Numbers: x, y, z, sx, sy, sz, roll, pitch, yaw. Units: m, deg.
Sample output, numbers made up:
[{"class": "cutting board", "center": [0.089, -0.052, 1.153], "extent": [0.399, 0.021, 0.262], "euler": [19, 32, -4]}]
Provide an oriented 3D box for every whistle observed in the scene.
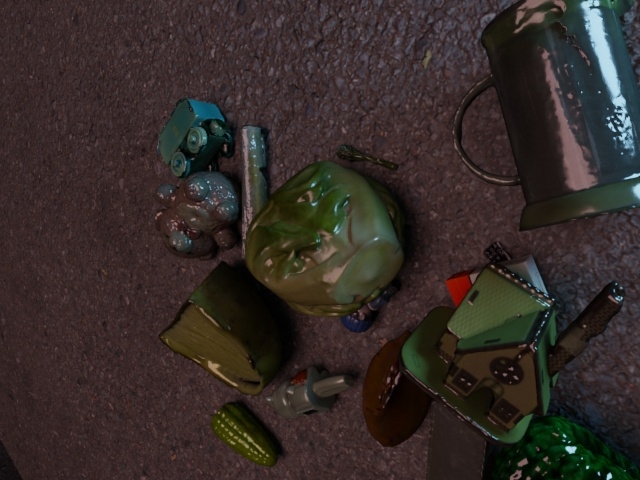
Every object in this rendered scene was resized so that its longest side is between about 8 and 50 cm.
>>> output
[{"class": "whistle", "center": [-0.029, 0.350, 1.086], "extent": [0.253, 0.102, 0.105], "euler": [-31, 76, 37]}, {"class": "whistle", "center": [-0.161, -0.110, 1.136], "extent": [0.057, 0.068, 0.326], "euler": [18, 109, 62]}]

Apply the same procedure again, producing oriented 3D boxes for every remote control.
[{"class": "remote control", "center": [0.332, 0.047, 0.841], "extent": [0.096, 0.014, 0.039], "euler": [55, 133, 17]}]

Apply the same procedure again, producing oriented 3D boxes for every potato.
[{"class": "potato", "center": [-0.197, 0.207, 1.146], "extent": [0.280, 0.212, 0.330], "euler": [41, 144, -4]}]

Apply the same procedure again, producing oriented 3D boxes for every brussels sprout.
[{"class": "brussels sprout", "center": [0.000, 0.000, 0.925], "extent": [0.328, 0.247, 0.327], "euler": [-12, 73, 45]}]

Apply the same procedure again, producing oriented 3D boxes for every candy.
[{"class": "candy", "center": [-0.192, 0.512, 1.232], "extent": [0.210, 0.097, 0.096], "euler": [31, 113, 25]}]

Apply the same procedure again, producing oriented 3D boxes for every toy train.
[{"class": "toy train", "center": [-0.321, -0.252, 1.203], "extent": [0.203, 0.112, 0.163], "euler": [-44, 66, 31]}]

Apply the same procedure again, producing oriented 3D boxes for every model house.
[{"class": "model house", "center": [0.279, 0.114, 0.691], "extent": [0.218, 0.205, 0.278], "euler": [34, 129, 19]}]

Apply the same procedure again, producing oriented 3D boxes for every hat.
[{"class": "hat", "center": [0.351, 0.454, 0.712], "extent": [0.274, 0.242, 0.332], "euler": [36, 98, 9]}]

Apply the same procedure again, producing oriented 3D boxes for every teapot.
[{"class": "teapot", "center": [0.330, -0.189, 0.694], "extent": [0.271, 0.200, 0.336], "euler": [-14, 87, 25]}]

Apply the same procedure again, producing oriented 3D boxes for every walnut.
[{"class": "walnut", "center": [0.150, 0.296, 0.937], "extent": [0.137, 0.137, 0.245], "euler": [15, 104, 33]}]

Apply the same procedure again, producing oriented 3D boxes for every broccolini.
[{"class": "broccolini", "center": [0.093, -0.165, 0.975], "extent": [0.140, 0.030, 0.035], "euler": [25, 119, 25]}]

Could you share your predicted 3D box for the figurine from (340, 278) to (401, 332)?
[{"class": "figurine", "center": [0.103, 0.128, 0.986], "extent": [0.149, 0.086, 0.087], "euler": [-39, 98, 21]}]

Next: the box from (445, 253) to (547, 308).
[{"class": "box", "center": [0.310, 0.094, 0.831], "extent": [0.152, 0.048, 0.100], "euler": [-21, 91, 44]}]

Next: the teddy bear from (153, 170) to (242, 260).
[{"class": "teddy bear", "center": [-0.310, -0.059, 1.191], "extent": [0.236, 0.151, 0.267], "euler": [41, 117, -13]}]

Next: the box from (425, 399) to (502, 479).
[{"class": "box", "center": [0.268, 0.349, 0.830], "extent": [0.138, 0.178, 0.274], "euler": [7, 102, 34]}]
